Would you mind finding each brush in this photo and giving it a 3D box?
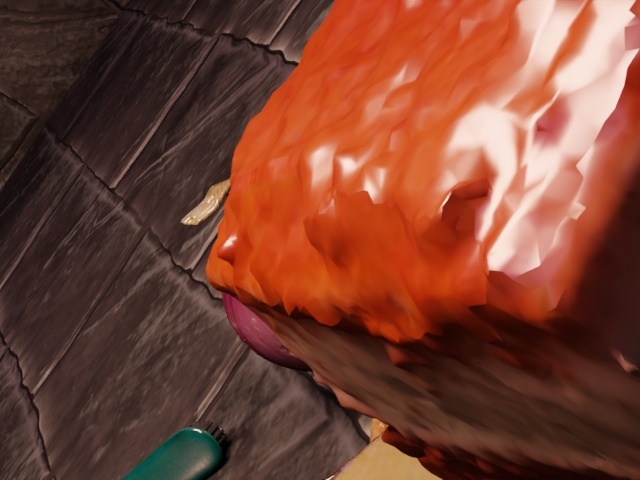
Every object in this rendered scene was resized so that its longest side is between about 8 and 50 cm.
[{"bbox_3d":[-0.138,0.201,1.227,0.193,0.043,0.032,-41,7,38],"label":"brush"}]

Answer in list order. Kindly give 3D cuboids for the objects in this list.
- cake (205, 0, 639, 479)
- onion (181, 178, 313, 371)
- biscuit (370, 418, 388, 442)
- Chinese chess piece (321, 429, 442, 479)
[{"bbox_3d":[0.164,-0.019,0.483,0.269,0.319,0.270,-62,22,-12],"label":"cake"},{"bbox_3d":[0.008,0.007,1.039,0.177,0.153,0.177,-27,-2,-1],"label":"onion"},{"bbox_3d":[0.144,-0.008,0.897,0.205,0.049,0.324,-26,37,50],"label":"biscuit"},{"bbox_3d":[0.060,0.193,0.707,0.250,0.103,0.249,-44,24,26],"label":"Chinese chess piece"}]
